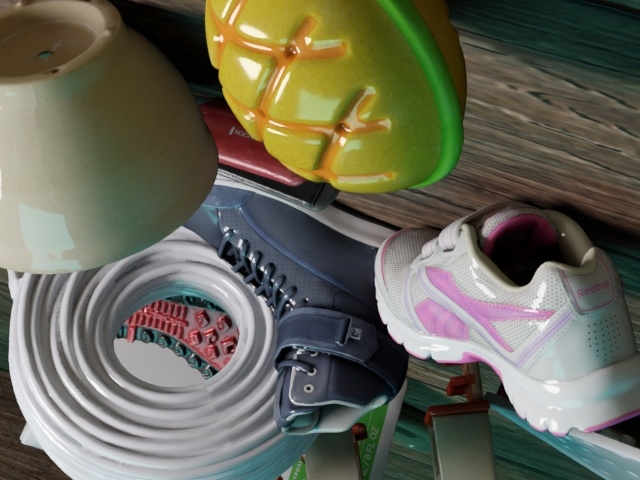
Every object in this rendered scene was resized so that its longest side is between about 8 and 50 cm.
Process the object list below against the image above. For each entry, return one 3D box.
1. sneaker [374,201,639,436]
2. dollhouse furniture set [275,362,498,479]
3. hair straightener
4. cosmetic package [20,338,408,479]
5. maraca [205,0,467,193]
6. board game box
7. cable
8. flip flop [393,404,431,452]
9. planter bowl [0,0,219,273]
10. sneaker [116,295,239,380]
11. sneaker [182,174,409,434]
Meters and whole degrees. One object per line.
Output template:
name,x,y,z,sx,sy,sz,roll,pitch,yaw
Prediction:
sneaker,0.117,0.023,0.832,0.103,0.111,0.252,-17,-157,-26
dollhouse furniture set,0.020,0.176,1.182,0.259,0.135,0.262,-8,165,0
hair straightener,-0.084,-0.061,0.884,0.230,0.047,0.089,13,163,28
cosmetic package,-0.114,0.184,1.439,0.365,0.197,0.155,24,148,-11
maraca,-0.005,-0.098,0.571,0.127,0.099,0.186,-9,120,56
board game box,0.396,0.242,1.179,0.390,0.050,0.390,33,170,-38
cable,-0.112,0.079,1.029,0.257,0.257,0.089,-7,150,-12
flip flop,0.024,0.216,1.627,0.277,0.080,0.112,27,164,-21
planter bowl,-0.150,-0.074,0.766,0.162,0.162,0.109,13,136,28
sneaker,-0.101,0.044,1.182,0.262,0.125,0.104,24,125,-1
sneaker,-0.035,0.045,0.952,0.226,0.163,0.086,21,156,1
